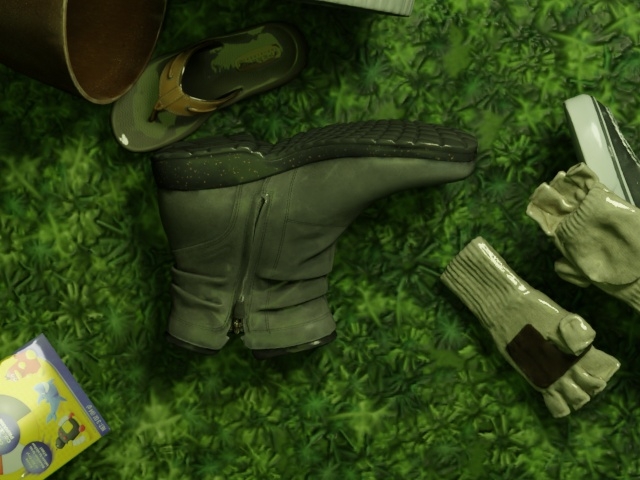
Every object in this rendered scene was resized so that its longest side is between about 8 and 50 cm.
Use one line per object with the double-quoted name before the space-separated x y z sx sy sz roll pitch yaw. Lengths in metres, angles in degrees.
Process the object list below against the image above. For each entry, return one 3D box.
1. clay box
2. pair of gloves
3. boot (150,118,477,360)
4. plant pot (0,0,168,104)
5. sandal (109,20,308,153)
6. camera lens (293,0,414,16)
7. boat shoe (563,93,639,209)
"clay box" -0.340 0.208 1.593 0.222 0.053 0.127 -36 92 -29
"pair of gloves" 0.245 0.051 1.523 0.204 0.042 0.240 49 131 0
"boot" 0.000 0.000 1.581 0.338 0.118 0.222 -4 102 13
"plant pot" -0.296 -0.263 1.535 0.230 0.215 0.215 14 98 18
"sandal" -0.117 -0.158 1.586 0.219 0.060 0.090 -20 94 7
"camera lens" 0.010 -0.360 1.470 0.219 0.219 0.274 10 97 5
"boat shoe" 0.335 -0.018 1.534 0.102 0.108 0.301 -26 96 8
